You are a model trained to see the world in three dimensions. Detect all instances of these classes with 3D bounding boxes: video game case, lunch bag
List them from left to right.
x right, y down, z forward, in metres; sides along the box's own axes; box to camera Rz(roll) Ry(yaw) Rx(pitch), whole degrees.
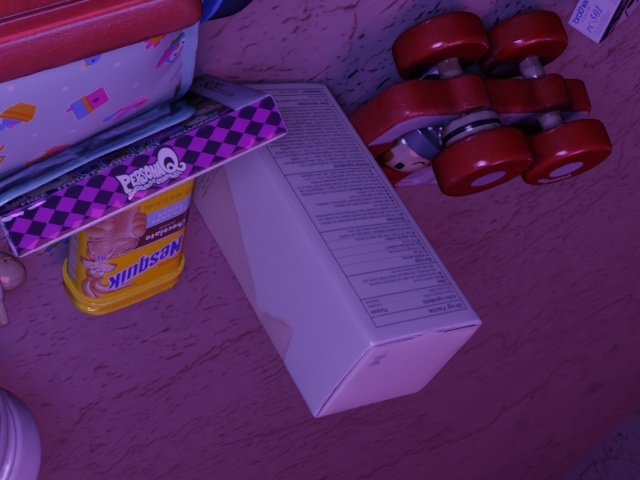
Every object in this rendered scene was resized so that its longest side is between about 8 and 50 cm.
[{"bbox_3d":[-0.212,-0.127,0.884,0.223,0.160,0.262,-29,166,-19],"label":"lunch bag"},{"bbox_3d":[-0.166,-0.071,0.999,0.232,0.210,0.041,-26,109,-13],"label":"video game case"}]

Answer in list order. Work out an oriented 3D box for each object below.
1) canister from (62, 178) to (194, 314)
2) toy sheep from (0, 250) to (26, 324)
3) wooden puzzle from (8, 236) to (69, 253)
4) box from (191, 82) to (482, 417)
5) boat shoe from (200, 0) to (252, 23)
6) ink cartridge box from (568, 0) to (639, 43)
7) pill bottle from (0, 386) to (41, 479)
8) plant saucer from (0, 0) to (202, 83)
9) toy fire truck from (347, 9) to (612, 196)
[{"bbox_3d":[-0.190,-0.013,1.177,0.126,0.073,0.170,-22,151,-27],"label":"canister"},{"bbox_3d":[-0.339,0.043,1.104,0.132,0.091,0.091,-16,149,-20],"label":"toy sheep"},{"bbox_3d":[-0.276,-0.005,1.176,0.083,0.006,0.049,4,135,-50],"label":"wooden puzzle"},{"bbox_3d":[0.000,0.000,1.142,0.148,0.311,0.121,-6,145,-39],"label":"box"},{"bbox_3d":[-0.034,-0.271,0.889,0.089,0.109,0.258,-25,171,-42],"label":"boat shoe"},{"bbox_3d":[0.337,-0.312,1.250,0.097,0.046,0.207,-40,160,-35],"label":"ink cartridge box"},{"bbox_3d":[-0.421,0.175,1.103,0.204,0.204,0.361,-34,153,3],"label":"pill bottle"},{"bbox_3d":[-0.207,-0.217,0.685,0.258,0.048,0.259,-21,109,-22],"label":"plant saucer"},{"bbox_3d":[0.145,-0.116,1.300,0.302,0.169,0.254,-8,163,-38],"label":"toy fire truck"}]
